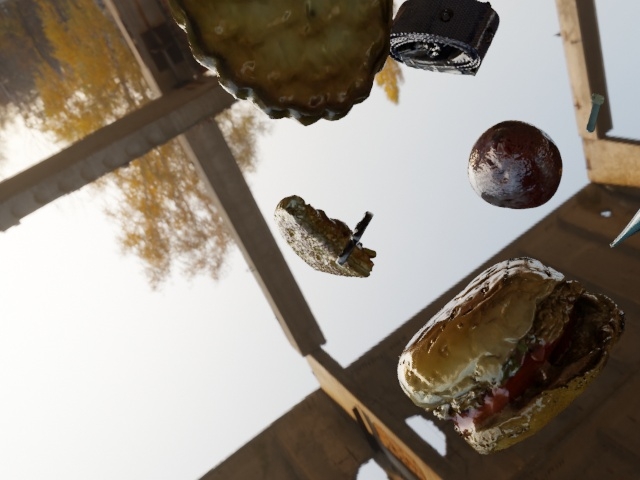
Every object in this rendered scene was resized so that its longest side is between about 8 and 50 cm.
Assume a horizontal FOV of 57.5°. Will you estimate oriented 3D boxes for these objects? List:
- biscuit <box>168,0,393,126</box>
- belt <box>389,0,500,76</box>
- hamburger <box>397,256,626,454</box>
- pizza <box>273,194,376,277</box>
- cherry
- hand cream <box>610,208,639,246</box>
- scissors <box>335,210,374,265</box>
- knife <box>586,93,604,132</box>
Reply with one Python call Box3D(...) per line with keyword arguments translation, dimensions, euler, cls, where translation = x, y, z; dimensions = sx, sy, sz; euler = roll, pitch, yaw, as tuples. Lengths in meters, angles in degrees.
Box3D(translation=(-0.055, -0.326, 0.804), dimensions=(0.078, 0.335, 0.329), euler=(-27, -141, 64), cls="biscuit")
Box3D(translation=(0.241, -0.421, 1.170), dimensions=(0.231, 0.140, 0.126), euler=(19, -99, 42), cls="belt")
Box3D(translation=(0.213, 0.123, 0.677), dimensions=(0.244, 0.244, 0.163), euler=(-38, -106, -23), cls="hamburger")
Box3D(translation=(-0.029, -0.018, 1.328), dimensions=(0.258, 0.268, 0.087), euler=(2, -121, 56), cls="pizza")
Box3D(translation=(0.489, -0.193, 1.478), dimensions=(0.230, 0.300, 0.202), euler=(26, -104, 34), cls="cherry")
Box3D(translation=(0.672, -0.046, 1.210), dimensions=(0.083, 0.224, 0.048), euler=(-28, -113, -5), cls="hand cream")
Box3D(translation=(0.074, -0.021, 1.122), dimensions=(0.109, 0.022, 0.300), euler=(-58, 179, 13), cls="scissors")
Box3D(translation=(0.590, -0.274, 1.260), dimensions=(0.027, 0.010, 0.096), euler=(19, -104, 5), cls="knife")
